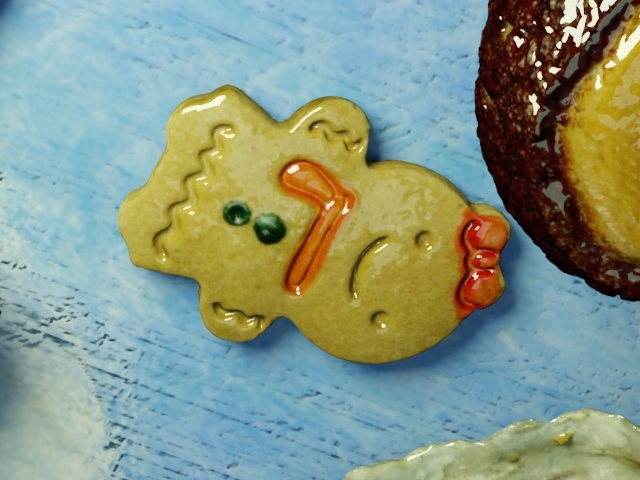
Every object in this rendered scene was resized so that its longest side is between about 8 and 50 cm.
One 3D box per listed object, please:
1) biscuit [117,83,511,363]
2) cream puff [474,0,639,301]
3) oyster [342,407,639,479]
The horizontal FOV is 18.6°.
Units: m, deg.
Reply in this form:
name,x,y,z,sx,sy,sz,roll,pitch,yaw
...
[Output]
name,x,y,z,sx,sy,sz,roll,pitch,yaw
biscuit,0.000,0.000,1.137,0.225,0.036,0.166,26,109,-15
cream puff,0.196,-0.085,1.038,0.239,0.165,0.239,-1,116,-3
oyster,0.179,0.212,1.178,0.396,0.204,0.111,-10,152,4
